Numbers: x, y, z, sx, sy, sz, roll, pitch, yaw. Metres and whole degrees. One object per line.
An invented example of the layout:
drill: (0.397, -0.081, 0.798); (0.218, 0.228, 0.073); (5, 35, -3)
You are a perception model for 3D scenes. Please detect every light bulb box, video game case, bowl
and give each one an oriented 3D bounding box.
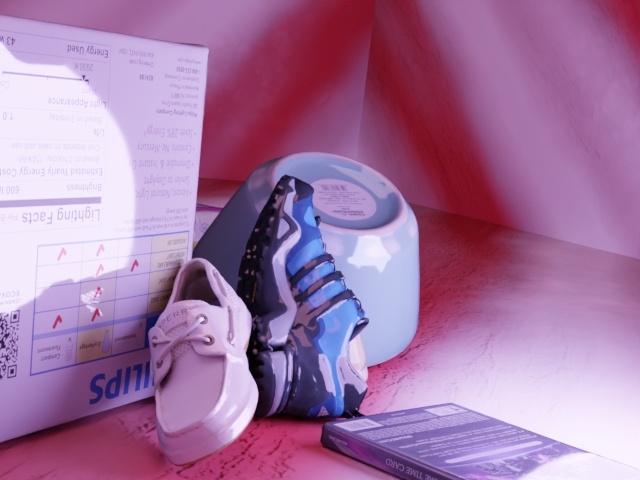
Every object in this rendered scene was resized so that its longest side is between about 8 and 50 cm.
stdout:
light bulb box: (-0.299, -0.025, 1.099); (0.225, 0.361, 0.358); (9, 7, 26)
video game case: (0.164, 0.206, 1.076); (0.196, 0.026, 0.274); (0, 11, -45)
bowl: (0.000, 0.000, 1.488); (0.311, 0.163, 0.311); (12, 34, -8)

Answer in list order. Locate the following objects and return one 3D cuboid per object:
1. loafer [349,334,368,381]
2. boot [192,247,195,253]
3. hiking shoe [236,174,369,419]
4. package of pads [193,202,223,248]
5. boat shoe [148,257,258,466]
loafer: (-0.073, 0.107, 1.348); (0.268, 0.092, 0.102); (8, 7, 9)
boot: (-0.128, 0.046, 1.823); (0.244, 0.088, 0.176); (7, 5, 32)
hiking shoe: (-0.016, 0.066, 1.260); (0.132, 0.304, 0.113); (15, -39, -17)
package of pads: (-0.294, -0.024, 2.142); (0.296, 0.101, 0.229); (10, 6, 27)
boat shoe: (-0.120, 0.101, 1.080); (0.098, 0.096, 0.277); (-23, 23, 5)
